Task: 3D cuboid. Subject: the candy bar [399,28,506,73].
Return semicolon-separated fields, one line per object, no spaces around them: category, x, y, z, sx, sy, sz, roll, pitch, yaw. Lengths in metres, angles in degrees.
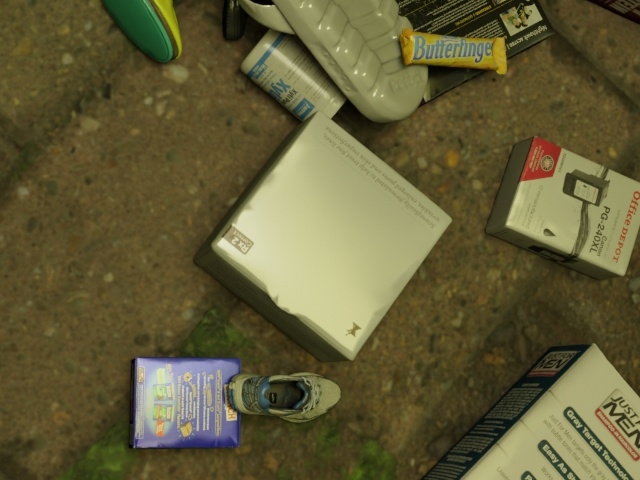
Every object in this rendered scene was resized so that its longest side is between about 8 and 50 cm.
candy bar;0.139;-0.197;1.344;0.161;0.018;0.040;-3;88;-43

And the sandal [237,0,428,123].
sandal;-0.045;-0.280;1.277;0.416;0.102;0.169;56;41;-15

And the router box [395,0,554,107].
router box;0.148;-0.242;1.412;0.179;0.046;0.133;-29;92;-16

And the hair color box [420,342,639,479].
hair color box;0.201;0.285;1.334;0.347;0.105;0.174;-42;96;-15

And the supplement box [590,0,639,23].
supplement box;0.398;-0.352;1.449;0.191;0.129;0.194;21;78;-12

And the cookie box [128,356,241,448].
cookie box;-0.135;0.163;1.291;0.107;0.040;0.091;2;83;-15

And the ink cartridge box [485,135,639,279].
ink cartridge box;0.272;-0.034;1.412;0.150;0.063;0.109;22;78;-11

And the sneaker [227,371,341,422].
sneaker;-0.025;0.158;1.296;0.135;0.058;0.052;4;83;-42

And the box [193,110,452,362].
box;0.000;0.000;1.306;0.181;0.119;0.182;39;76;-8

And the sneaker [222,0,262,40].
sneaker;-0.052;-0.289;1.361;0.089;0.051;0.170;7;79;-10

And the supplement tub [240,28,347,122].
supplement tub;-0.024;-0.172;1.345;0.107;0.071;0.071;39;76;-7

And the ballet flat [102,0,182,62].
ballet flat;-0.208;-0.285;1.311;0.231;0.077;0.077;45;58;-4
